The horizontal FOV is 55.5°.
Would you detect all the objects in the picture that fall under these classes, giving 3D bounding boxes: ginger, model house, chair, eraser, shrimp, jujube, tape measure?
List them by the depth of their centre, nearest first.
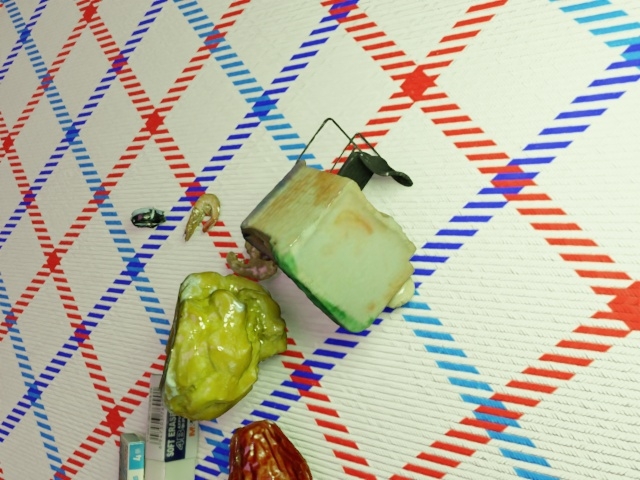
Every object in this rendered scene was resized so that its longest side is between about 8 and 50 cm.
[{"bbox_3d":[0.000,0.000,1.285,0.245,0.312,0.280,-52,37,-10],"label":"model house"},{"bbox_3d":[-0.118,0.555,1.369,0.197,0.197,0.290,-32,65,28],"label":"jujube"},{"bbox_3d":[0.081,-0.154,1.386,0.221,0.140,0.145,43,108,30],"label":"chair"},{"bbox_3d":[-0.132,-0.006,1.564,0.149,0.065,0.258,40,100,21],"label":"ginger"},{"bbox_3d":[-0.395,0.500,1.623,0.086,0.130,0.287,-4,78,32],"label":"eraser"},{"bbox_3d":[-0.335,-0.057,1.739,0.095,0.045,0.162,29,95,15],"label":"shrimp"},{"bbox_3d":[-0.521,-0.067,1.834,0.091,0.094,0.054,-18,73,34],"label":"tape measure"}]

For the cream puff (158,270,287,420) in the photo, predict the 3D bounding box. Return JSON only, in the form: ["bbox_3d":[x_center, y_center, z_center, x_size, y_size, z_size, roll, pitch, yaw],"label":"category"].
[{"bbox_3d":[-0.222,0.248,1.445,0.378,0.276,0.378,-165,90,-75],"label":"cream puff"}]

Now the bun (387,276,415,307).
[{"bbox_3d":[0.169,0.113,1.318,0.086,0.055,0.086,-34,24,18],"label":"bun"}]

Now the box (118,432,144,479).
[{"bbox_3d":[-0.518,0.675,1.655,0.265,0.048,0.273,154,117,-66],"label":"box"}]
